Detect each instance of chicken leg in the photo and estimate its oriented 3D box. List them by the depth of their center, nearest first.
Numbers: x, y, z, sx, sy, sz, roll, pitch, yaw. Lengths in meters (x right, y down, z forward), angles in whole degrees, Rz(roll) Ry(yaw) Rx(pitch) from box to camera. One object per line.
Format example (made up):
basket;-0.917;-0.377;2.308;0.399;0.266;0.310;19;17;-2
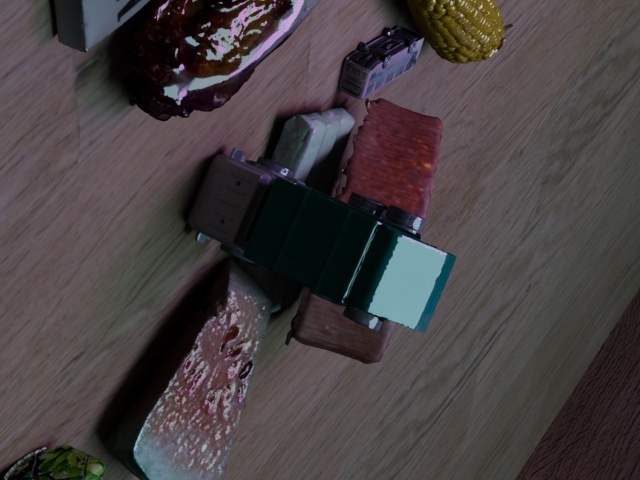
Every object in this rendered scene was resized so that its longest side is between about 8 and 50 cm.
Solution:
chicken leg;-0.034;-0.218;1.404;0.407;0.096;0.158;-43;155;-52

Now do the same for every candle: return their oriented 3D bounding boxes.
candle;0.063;-0.003;1.750;0.317;0.131;0.287;105;1;-82

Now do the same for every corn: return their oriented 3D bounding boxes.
corn;0.147;-0.260;1.806;0.091;0.091;0.260;-42;164;4

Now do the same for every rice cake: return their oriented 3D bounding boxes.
rice cake;-0.033;-0.028;1.696;0.127;0.043;0.237;-26;138;-62

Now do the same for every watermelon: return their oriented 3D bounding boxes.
watermelon;-0.124;0.130;1.613;0.241;0.094;0.154;-62;151;-13

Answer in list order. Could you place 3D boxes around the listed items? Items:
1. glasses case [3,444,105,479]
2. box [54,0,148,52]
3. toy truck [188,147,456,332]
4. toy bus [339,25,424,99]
glasses case;-0.268;0.320;1.474;0.095;0.062;0.272;-37;147;-64
box;-0.149;-0.234;1.164;0.115;0.036;0.177;-49;155;-37
toy truck;0.000;0.000;1.504;0.114;0.253;0.124;-66;156;2
toy bus;0.067;-0.193;1.770;0.131;0.037;0.052;-36;148;-53
